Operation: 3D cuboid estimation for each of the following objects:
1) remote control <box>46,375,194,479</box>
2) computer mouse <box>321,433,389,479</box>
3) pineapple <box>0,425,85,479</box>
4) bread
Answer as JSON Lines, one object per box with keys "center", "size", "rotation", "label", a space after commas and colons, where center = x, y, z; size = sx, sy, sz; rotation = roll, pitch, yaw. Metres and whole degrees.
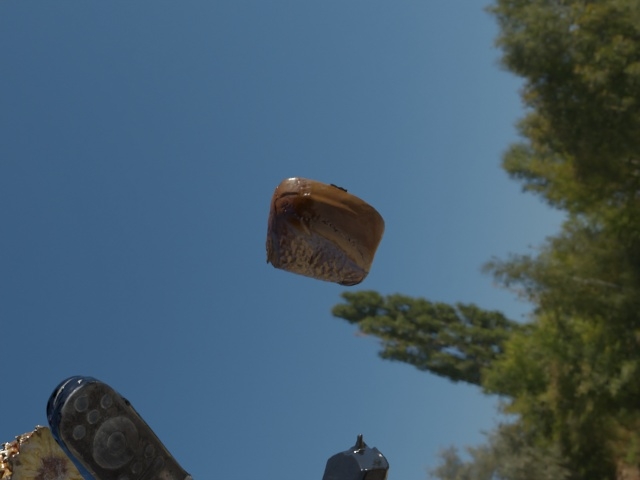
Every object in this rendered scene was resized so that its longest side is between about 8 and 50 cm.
{"center": [-0.218, 0.256, 0.990], "size": [0.090, 0.066, 0.266], "rotation": [-46, -59, -27], "label": "remote control"}
{"center": [0.041, 0.429, 1.324], "size": [0.147, 0.088, 0.264], "rotation": [-10, 60, 64], "label": "computer mouse"}
{"center": [-0.478, 0.386, 1.416], "size": [0.176, 0.137, 0.161], "rotation": [-18, -87, -60], "label": "pineapple"}
{"center": [0.000, 0.000, 0.959], "size": [0.044, 0.129, 0.126], "rotation": [-74, 0, -52], "label": "bread"}
